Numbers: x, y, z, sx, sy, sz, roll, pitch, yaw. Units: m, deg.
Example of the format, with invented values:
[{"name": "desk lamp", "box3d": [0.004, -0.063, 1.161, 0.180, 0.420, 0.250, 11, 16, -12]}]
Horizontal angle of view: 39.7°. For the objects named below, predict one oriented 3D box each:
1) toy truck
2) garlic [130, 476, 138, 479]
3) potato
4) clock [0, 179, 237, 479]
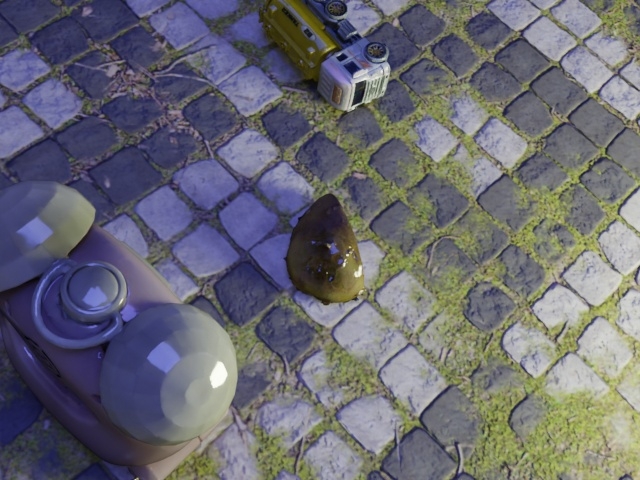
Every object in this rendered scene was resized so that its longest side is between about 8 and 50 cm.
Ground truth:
[{"name": "toy truck", "box3d": [0.005, -0.308, 1.414, 0.114, 0.098, 0.227, -33, 70, -21]}, {"name": "garlic", "box3d": [-0.241, 0.368, 0.948, 0.143, 0.229, 0.178, -22, 89, 4]}, {"name": "potato", "box3d": [0.000, 0.000, 1.249, 0.101, 0.089, 0.172, -11, 66, -14]}, {"name": "clock", "box3d": [-0.243, 0.109, 1.008, 0.342, 0.326, 0.184, 37, 63, 9]}]
